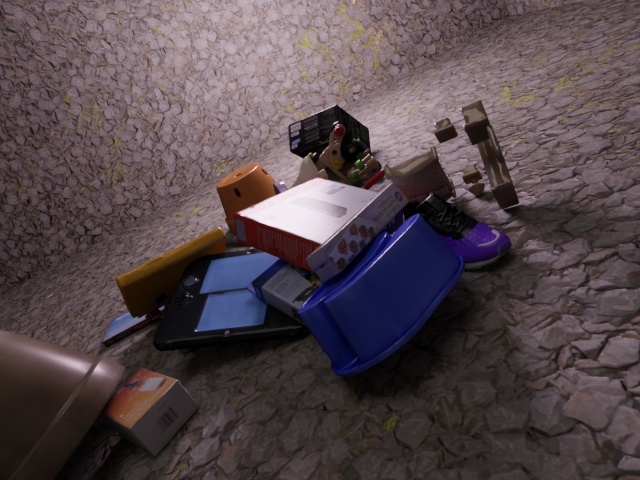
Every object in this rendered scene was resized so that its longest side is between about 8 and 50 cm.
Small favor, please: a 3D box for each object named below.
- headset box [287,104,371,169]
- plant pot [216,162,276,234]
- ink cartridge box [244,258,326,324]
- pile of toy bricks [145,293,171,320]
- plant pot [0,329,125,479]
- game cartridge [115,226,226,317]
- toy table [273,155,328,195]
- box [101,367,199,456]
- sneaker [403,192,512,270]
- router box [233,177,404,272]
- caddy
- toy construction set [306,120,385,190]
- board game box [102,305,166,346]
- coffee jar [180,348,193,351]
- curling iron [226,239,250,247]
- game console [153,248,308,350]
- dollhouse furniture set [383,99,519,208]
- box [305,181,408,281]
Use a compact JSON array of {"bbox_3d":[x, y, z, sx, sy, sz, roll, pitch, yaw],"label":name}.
[{"bbox_3d":[0.047,-0.419,1.943,0.247,0.131,0.283,-13,-17,31],"label":"headset box"},{"bbox_3d":[-0.294,-0.188,1.919,0.291,0.203,0.291,-24,23,11],"label":"plant pot"},{"bbox_3d":[-0.028,0.099,1.102,0.311,0.065,0.186,20,49,41],"label":"ink cartridge box"},{"bbox_3d":[-0.450,0.209,1.400,0.105,0.118,0.212,-30,16,39],"label":"pile of toy bricks"},{"bbox_3d":[-0.641,0.344,0.988,0.323,0.280,0.323,-47,17,20],"label":"plant pot"},{"bbox_3d":[-0.444,0.105,1.413,0.324,0.052,0.285,-28,-18,-26],"label":"game cartridge"},{"bbox_3d":[-0.046,-0.137,1.515,0.161,0.252,0.274,-28,-2,-5],"label":"toy table"},{"bbox_3d":[-0.375,0.367,1.006,0.171,0.091,0.130,-4,33,44],"label":"box"},{"bbox_3d":[0.280,-0.033,1.028,0.102,0.146,0.293,-36,24,-18],"label":"sneaker"},{"bbox_3d":[0.003,-0.053,1.196,0.301,0.082,0.335,19,33,34],"label":"router box"},{"bbox_3d":[0.126,0.109,0.879,0.341,0.179,0.241,-41,3,-31],"label":"caddy"},{"bbox_3d":[0.081,-0.255,1.689,0.237,0.257,0.308,-42,40,13],"label":"toy construction set"},{"bbox_3d":[-0.598,0.251,1.574,0.281,0.027,0.145,-28,25,1],"label":"board game box"},{"bbox_3d":[-0.346,0.213,1.284,0.079,0.096,0.184,-9,29,32],"label":"coffee jar"},{"bbox_3d":[-0.228,0.003,1.542,0.274,0.035,0.068,-10,23,-18],"label":"curling iron"},{"bbox_3d":[-0.205,0.135,1.202,0.387,0.060,0.342,-8,31,10],"label":"game console"},{"bbox_3d":[0.279,-0.133,1.150,0.356,0.303,0.173,-20,62,23],"label":"dollhouse furniture set"},{"bbox_3d":[0.089,-0.027,1.016,0.067,0.063,0.324,-35,5,47],"label":"box"}]
